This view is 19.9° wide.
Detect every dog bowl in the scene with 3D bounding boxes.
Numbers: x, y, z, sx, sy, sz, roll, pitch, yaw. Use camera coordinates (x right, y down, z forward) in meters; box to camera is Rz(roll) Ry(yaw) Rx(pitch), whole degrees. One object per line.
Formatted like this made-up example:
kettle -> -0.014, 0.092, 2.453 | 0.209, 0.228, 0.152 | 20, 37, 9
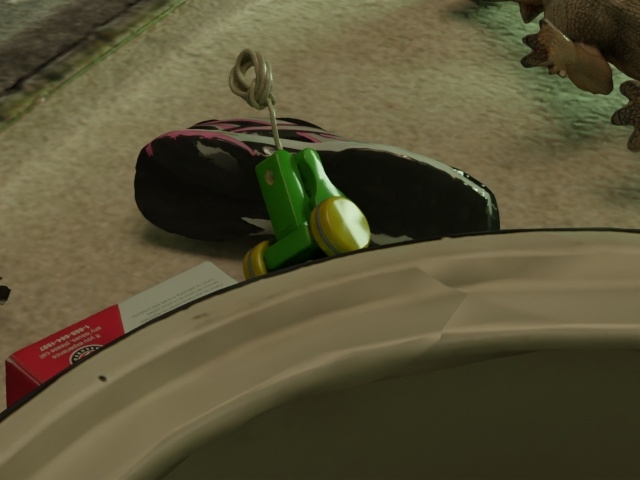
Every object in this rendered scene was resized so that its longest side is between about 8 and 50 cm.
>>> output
dog bowl -> 0.078, 0.186, 0.407 | 0.408, 0.150, 0.408 | 2, 43, -2

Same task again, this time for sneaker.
sneaker -> 0.004, -0.031, 0.894 | 0.178, 0.072, 0.077 | 16, 25, 5

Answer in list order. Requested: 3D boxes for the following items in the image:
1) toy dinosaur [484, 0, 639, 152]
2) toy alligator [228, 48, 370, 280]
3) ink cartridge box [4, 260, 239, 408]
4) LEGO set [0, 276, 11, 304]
toy dinosaur -> 0.202, -0.123, 1.018 | 0.296, 0.127, 0.200 | 39, 16, 20
toy alligator -> 0.000, 0.000, 0.822 | 0.051, 0.056, 0.189 | 13, 55, -44
ink cartridge box -> -0.036, 0.084, 0.720 | 0.109, 0.063, 0.150 | -25, 45, -37
LEGO set -> -0.167, 0.025, 0.829 | 0.054, 0.023, 0.083 | 13, 22, 7
